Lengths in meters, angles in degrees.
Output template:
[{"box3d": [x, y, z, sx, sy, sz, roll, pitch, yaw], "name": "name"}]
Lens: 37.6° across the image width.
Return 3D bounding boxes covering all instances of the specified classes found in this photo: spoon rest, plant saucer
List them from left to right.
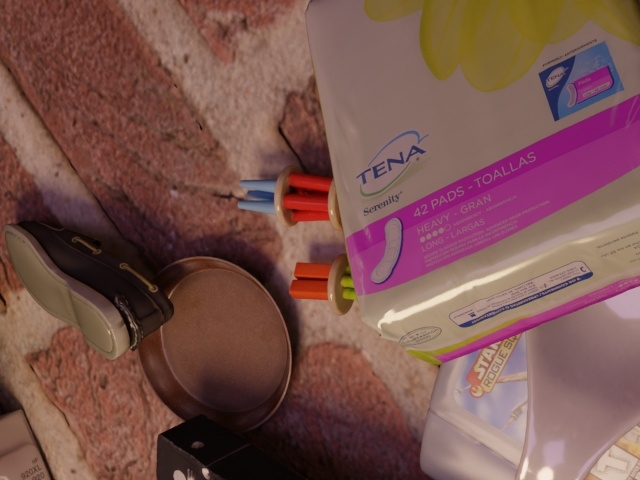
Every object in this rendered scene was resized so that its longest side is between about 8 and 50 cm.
[{"box3d": [-0.095, 0.095, 0.866, 0.168, 0.029, 0.168, 5, 103, 25], "name": "plant saucer"}, {"box3d": [0.188, 0.091, 0.639, 0.137, 0.084, 0.276, 22, 109, 21], "name": "spoon rest"}]

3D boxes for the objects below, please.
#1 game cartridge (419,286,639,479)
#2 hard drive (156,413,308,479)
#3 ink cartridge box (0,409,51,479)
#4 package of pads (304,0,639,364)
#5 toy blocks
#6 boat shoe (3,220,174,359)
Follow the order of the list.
[{"box3d": [0.199, 0.097, 0.710, 0.198, 0.062, 0.297, 29, 111, 14], "name": "game cartridge"}, {"box3d": [-0.012, 0.322, 0.790, 0.339, 0.064, 0.236, 23, 119, 38], "name": "hard drive"}, {"box3d": [-0.415, 0.307, 0.981, 0.233, 0.171, 0.168, -22, 91, 28], "name": "ink cartridge box"}, {"box3d": [0.113, -0.087, 0.627, 0.229, 0.101, 0.296, -26, 56, 27], "name": "package of pads"}, {"box3d": [0.000, 0.000, 0.787, 0.148, 0.054, 0.123, 5, 101, 25], "name": "toy blocks"}, {"box3d": [-0.225, 0.035, 0.887, 0.228, 0.069, 0.081, 31, 137, 40], "name": "boat shoe"}]
